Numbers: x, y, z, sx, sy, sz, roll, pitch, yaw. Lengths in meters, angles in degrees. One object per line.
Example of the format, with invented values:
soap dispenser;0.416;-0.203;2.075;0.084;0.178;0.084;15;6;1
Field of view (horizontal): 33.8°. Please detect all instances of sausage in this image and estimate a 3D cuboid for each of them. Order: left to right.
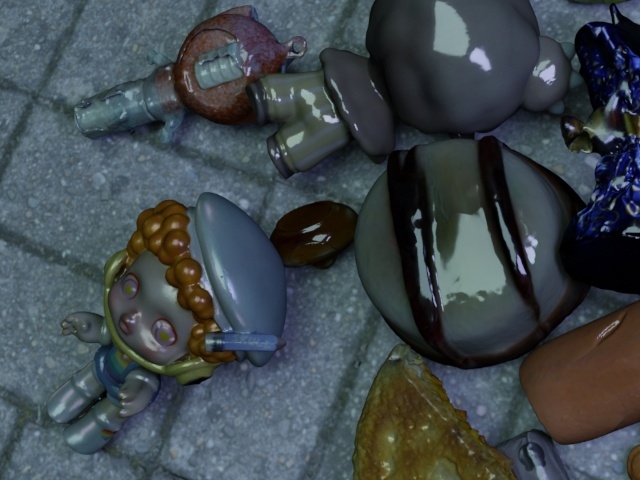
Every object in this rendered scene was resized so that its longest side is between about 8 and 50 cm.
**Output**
sausage;0.362;0.115;1.104;0.304;0.121;0.121;-29;69;27

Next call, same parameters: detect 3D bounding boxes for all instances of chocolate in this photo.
chocolate;0.158;-0.005;1.173;0.284;0.186;0.283;-9;66;22
chocolate;0.320;-0.121;1.121;0.148;0.126;0.343;14;65;-15

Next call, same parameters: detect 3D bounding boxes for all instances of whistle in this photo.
whistle;-0.172;-0.207;1.387;0.346;0.133;0.142;-14;109;22

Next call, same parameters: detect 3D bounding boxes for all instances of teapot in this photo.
teapot;0.000;0.000;1.307;0.129;0.078;0.098;-18;28;14

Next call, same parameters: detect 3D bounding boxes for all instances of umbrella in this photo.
umbrella;0.279;0.367;1.127;0.073;0.067;0.337;-38;65;39

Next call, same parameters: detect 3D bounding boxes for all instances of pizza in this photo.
pizza;0.105;0.293;1.174;0.268;0.087;0.258;49;116;27

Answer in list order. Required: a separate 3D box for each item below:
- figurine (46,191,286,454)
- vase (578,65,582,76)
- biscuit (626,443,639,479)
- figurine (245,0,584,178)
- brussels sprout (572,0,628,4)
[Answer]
figurine;-0.200;0.100;1.302;0.382;0.205;0.224;-32;72;29
vase;0.385;-0.172;1.231;0.167;0.059;0.059;39;91;22
biscuit;0.417;0.251;1.132;0.183;0.043;0.280;-7;78;13
figurine;0.099;-0.206;1.255;0.381;0.203;0.248;-24;74;12
brussels sprout;0.343;-0.365;1.258;0.152;0.122;0.149;34;86;21
